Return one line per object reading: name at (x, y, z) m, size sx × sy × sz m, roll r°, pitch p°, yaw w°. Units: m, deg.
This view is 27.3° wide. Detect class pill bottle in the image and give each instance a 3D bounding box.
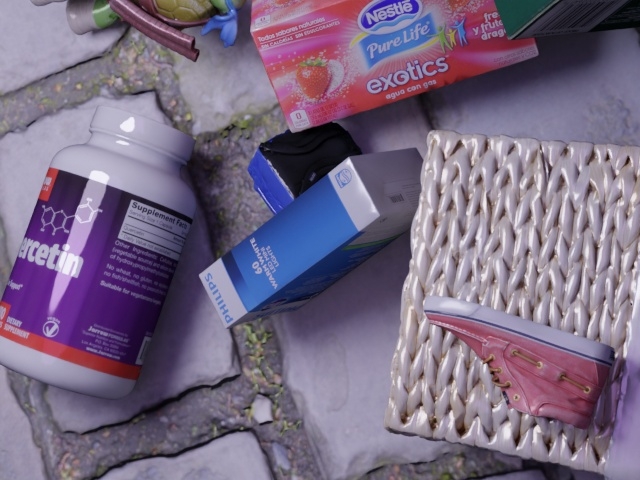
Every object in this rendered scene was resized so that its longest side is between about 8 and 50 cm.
pill bottle at (-0.259, 0.013, 1.551) m, size 0.181 × 0.181 × 0.323 m, roll 17°, pitch 86°, yaw 14°

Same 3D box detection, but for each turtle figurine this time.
turtle figurine at (-0.206, -0.352, 1.586) m, size 0.266 × 0.198 × 0.275 m, roll -5°, pitch 106°, yaw 23°

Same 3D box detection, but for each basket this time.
basket at (0.243, 0.076, 1.369) m, size 0.266 × 0.328 × 0.331 m, roll 6°, pitch 84°, yaw 17°

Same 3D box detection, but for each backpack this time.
backpack at (-0.016, -0.084, 1.559) m, size 0.120 × 0.101 × 0.098 m, roll -29°, pitch 79°, yaw -27°

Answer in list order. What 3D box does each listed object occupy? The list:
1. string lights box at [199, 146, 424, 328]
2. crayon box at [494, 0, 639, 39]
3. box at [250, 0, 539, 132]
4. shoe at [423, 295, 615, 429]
string lights box at (0.000, 0.000, 1.469) m, size 0.259 × 0.133 × 0.077 m, roll -36°, pitch 75°, yaw 35°
crayon box at (0.310, -0.390, 1.427) m, size 0.363 × 0.106 × 0.313 m, roll -11°, pitch 75°, yaw -33°
box at (0.081, -0.258, 1.511) m, size 0.300 × 0.154 × 0.142 m, roll -16°, pitch 123°, yaw 10°
shoe at (0.168, 0.109, 1.183) m, size 0.178 × 0.063 × 0.081 m, roll 17°, pitch 86°, yaw 16°
